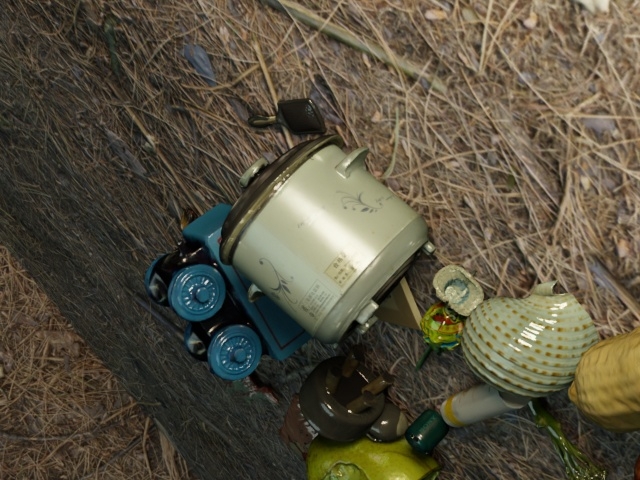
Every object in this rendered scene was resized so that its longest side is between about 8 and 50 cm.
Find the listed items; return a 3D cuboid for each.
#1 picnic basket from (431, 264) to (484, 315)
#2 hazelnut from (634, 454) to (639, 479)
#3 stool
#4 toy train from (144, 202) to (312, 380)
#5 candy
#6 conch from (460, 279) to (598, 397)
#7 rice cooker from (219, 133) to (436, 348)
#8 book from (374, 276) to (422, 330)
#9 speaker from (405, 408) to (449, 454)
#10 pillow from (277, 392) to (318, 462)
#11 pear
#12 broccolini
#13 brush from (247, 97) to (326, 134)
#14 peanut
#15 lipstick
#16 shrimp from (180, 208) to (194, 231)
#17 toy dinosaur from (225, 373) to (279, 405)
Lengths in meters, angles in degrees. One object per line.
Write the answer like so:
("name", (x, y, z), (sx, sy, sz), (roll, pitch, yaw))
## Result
("picnic basket", (0.207, 0.076, 1.374), (0.083, 0.065, 0.083), (47, 168, 6))
("hazelnut", (0.488, 0.332, 1.201), (0.154, 0.143, 0.143), (25, 146, 12))
("stool", (0.072, 0.298, 1.773), (0.139, 0.228, 0.153), (-54, 33, 41))
("toy train", (-0.163, 0.091, 1.716), (0.188, 0.265, 0.300), (15, 138, 61))
("candy", (0.190, 0.171, 1.519), (0.077, 0.073, 0.262), (34, 155, 9))
("conch", (0.281, 0.148, 1.277), (0.172, 0.131, 0.200), (43, 152, 17))
("rice cooker", (-0.003, -0.008, 1.371), (0.316, 0.264, 0.317), (7, 108, 23))
("book", (0.089, 0.085, 1.601), (0.198, 0.016, 0.138), (9, 131, 52))
("speaker", (0.196, 0.360, 1.711), (0.060, 0.075, 0.094), (45, 161, 10))
("pillow", (0.000, 0.473, 2.115), (0.236, 0.084, 0.223), (41, 150, 19))
("pear", (0.087, 0.472, 1.868), (0.255, 0.164, 0.238), (46, 128, 28))
("broccolini", (0.365, 0.299, 1.435), (0.067, 0.058, 0.216), (-39, 81, 22))
("brush", (-0.061, -0.197, 1.488), (0.193, 0.016, 0.063), (5, 127, 53))
("peanut", (0.410, 0.167, 1.105), (0.147, 0.147, 0.319), (47, 160, 8))
("lipstick", (0.263, 0.260, 1.476), (0.059, 0.059, 0.264), (48, 160, 5))
("shrimp", (-0.238, -0.007, 1.937), (0.169, 0.058, 0.296), (52, 155, 3))
("toy dinosaur", (-0.209, 0.330, 2.285), (0.242, 0.053, 0.167), (51, 151, 0))
